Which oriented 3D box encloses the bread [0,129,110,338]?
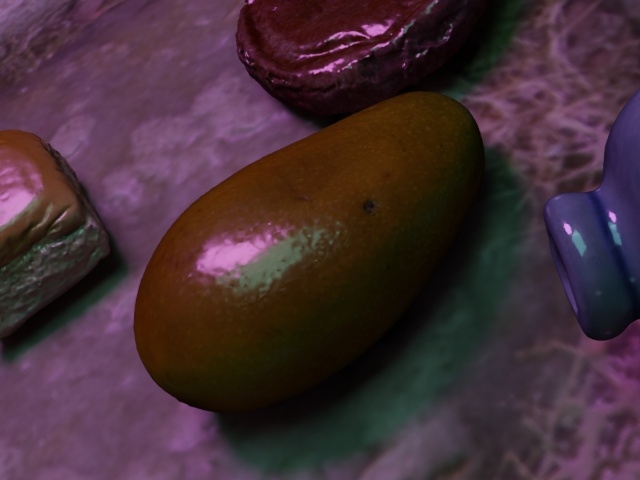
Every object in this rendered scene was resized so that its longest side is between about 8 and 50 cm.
[{"bbox_3d":[-0.201,-0.013,0.815,0.106,0.082,0.125,-41,42,5],"label":"bread"}]

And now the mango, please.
[{"bbox_3d":[0.000,0.000,0.682,0.227,0.099,0.136,-40,38,-16],"label":"mango"}]

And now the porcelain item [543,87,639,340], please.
[{"bbox_3d":[0.226,-0.028,0.547,0.259,0.141,0.141,-20,47,5],"label":"porcelain item"}]

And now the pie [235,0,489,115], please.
[{"bbox_3d":[0.029,-0.153,0.815,0.182,0.049,0.182,-20,44,21],"label":"pie"}]
